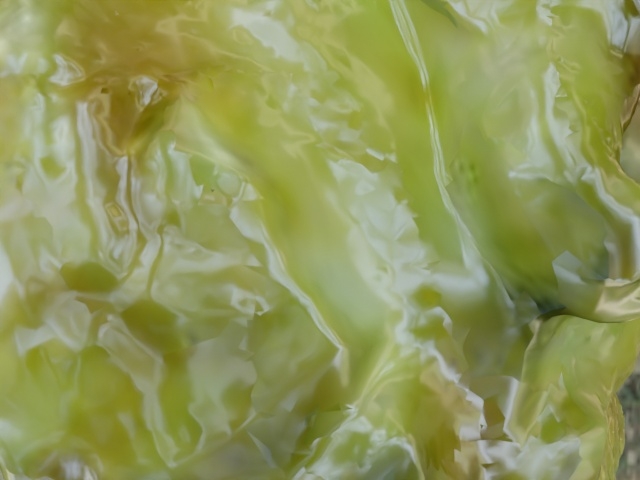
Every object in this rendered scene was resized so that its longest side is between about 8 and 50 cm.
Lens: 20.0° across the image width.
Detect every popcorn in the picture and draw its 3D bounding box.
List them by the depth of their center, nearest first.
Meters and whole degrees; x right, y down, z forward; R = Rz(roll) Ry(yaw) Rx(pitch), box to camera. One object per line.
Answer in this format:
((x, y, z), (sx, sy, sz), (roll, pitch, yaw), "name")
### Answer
((0.006, 0.001, 0.560), (0.276, 0.225, 0.276), (-15, 130, -18), "popcorn")
